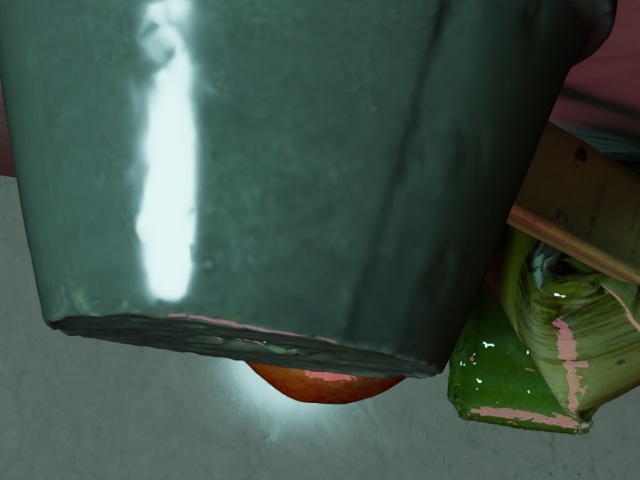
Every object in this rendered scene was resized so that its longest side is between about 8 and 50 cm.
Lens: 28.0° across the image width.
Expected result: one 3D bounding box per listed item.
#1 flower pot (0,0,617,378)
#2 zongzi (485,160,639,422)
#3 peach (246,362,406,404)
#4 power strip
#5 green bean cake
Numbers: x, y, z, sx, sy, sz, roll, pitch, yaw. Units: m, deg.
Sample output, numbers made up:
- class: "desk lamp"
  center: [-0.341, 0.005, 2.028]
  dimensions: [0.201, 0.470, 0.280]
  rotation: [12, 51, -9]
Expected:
- class: "flower pot"
  center: [-0.019, -0.033, 0.519]
  dimensions: [0.269, 0.166, 0.269]
  rotation: [4, 170, 1]
- class: "zongzi"
  center: [0.272, -0.020, 0.997]
  dimensions: [0.300, 0.145, 0.274]
  rotation: [-27, -156, 4]
- class: "peach"
  center: [0.000, 0.000, 0.984]
  dimensions: [0.232, 0.232, 0.256]
  rotation: [11, 179, -26]
- class: "power strip"
  center: [0.118, -0.045, 0.775]
  dimensions: [0.305, 0.064, 0.044]
  rotation: [24, 172, -34]
- class: "green bean cake"
  center: [0.223, 0.073, 1.364]
  dimensions: [0.156, 0.250, 0.247]
  rotation: [8, 178, 9]
